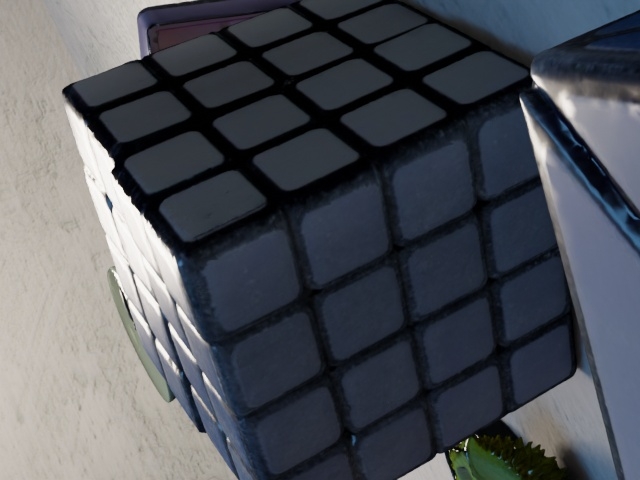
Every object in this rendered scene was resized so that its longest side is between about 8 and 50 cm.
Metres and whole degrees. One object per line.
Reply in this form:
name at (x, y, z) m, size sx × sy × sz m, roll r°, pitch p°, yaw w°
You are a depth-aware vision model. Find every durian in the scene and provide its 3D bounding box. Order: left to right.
durian at (0.230, 0.286, 1.130) m, size 0.221 × 0.095 × 0.137 m, roll 56°, pitch 168°, yaw 8°

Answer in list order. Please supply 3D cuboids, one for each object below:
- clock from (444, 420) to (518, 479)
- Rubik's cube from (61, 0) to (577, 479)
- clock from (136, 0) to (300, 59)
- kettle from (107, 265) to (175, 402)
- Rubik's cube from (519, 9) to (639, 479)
clock at (0.211, 0.289, 1.277) m, size 0.184 × 0.040 × 0.184 m, roll 55°, pitch 160°, yaw 31°
Rubik's cube at (0.000, 0.000, 0.997) m, size 0.337 × 0.343 × 0.345 m, roll 44°, pitch 154°, yaw 49°
clock at (-0.109, -0.206, 1.245) m, size 0.073 × 0.193 × 0.145 m, roll -127°, pitch 31°, yaw -53°
kettle at (-0.094, 0.065, 1.397) m, size 0.265 × 0.318 × 0.205 m, roll 28°, pitch 138°, yaw 64°
Rubik's cube at (0.263, 0.014, 0.400) m, size 0.259 × 0.260 × 0.255 m, roll 30°, pitch 141°, yaw 65°
